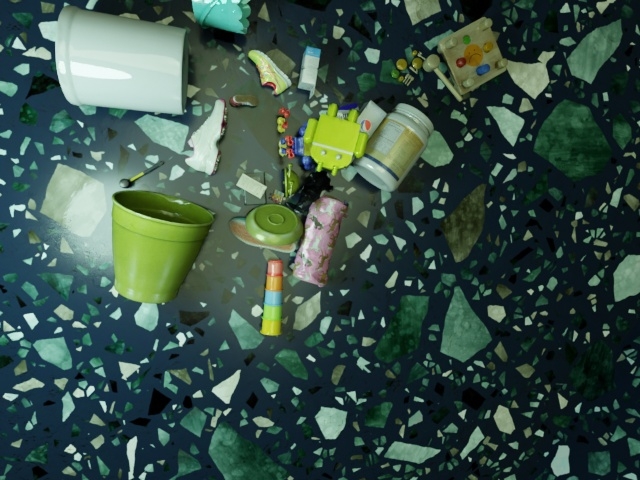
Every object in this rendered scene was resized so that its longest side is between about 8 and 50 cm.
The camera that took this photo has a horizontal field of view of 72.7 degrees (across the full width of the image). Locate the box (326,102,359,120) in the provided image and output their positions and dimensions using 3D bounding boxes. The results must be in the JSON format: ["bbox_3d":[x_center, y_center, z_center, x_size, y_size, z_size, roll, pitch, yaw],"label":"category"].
[{"bbox_3d":[0.106,-0.504,1.864,0.126,0.072,0.137,-17,99,-10],"label":"box"}]

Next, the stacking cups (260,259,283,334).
[{"bbox_3d":[-0.200,0.242,1.879,0.096,0.096,0.316,5,90,-12],"label":"stacking cups"}]

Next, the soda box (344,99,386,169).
[{"bbox_3d":[0.144,-0.430,1.792,0.091,0.098,0.286,35,92,-15],"label":"soda box"}]

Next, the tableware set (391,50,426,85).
[{"bbox_3d":[0.385,-0.767,1.920,0.104,0.024,0.154,34,90,-9],"label":"tableware set"}]

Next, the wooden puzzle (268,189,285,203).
[{"bbox_3d":[-0.182,-0.185,1.848,0.083,0.006,0.049,27,100,25],"label":"wooden puzzle"}]

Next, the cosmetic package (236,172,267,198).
[{"bbox_3d":[-0.286,-0.225,1.805,0.115,0.041,0.060,31,89,-13],"label":"cosmetic package"}]

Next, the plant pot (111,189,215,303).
[{"bbox_3d":[-0.629,0.035,1.655,0.366,0.366,0.353,16,104,-12],"label":"plant pot"}]

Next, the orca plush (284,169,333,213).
[{"bbox_3d":[-0.048,-0.227,1.775,0.287,0.151,0.102,-41,132,-34],"label":"orca plush"}]

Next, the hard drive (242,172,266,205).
[{"bbox_3d":[-0.279,-0.218,1.840,0.094,0.022,0.135,-4,96,-11],"label":"hard drive"}]

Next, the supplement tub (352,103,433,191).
[{"bbox_3d":[0.308,-0.390,1.836,0.228,0.228,0.316,37,88,-12],"label":"supplement tub"}]

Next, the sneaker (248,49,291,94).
[{"bbox_3d":[-0.221,-0.685,1.776,0.208,0.081,0.094,41,89,-13],"label":"sneaker"}]

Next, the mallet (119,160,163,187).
[{"bbox_3d":[-0.718,-0.265,1.746,0.189,0.062,0.039,-36,103,-21],"label":"mallet"}]

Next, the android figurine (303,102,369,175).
[{"bbox_3d":[0.058,-0.394,1.711,0.248,0.056,0.273,17,90,1],"label":"android figurine"}]

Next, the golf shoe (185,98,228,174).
[{"bbox_3d":[-0.454,-0.424,1.742,0.140,0.115,0.306,13,92,-9],"label":"golf shoe"}]

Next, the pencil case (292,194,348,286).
[{"bbox_3d":[0.000,0.000,1.852,0.167,0.160,0.386,18,92,6],"label":"pencil case"}]

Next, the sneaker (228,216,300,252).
[{"bbox_3d":[-0.231,-0.042,1.836,0.302,0.121,0.108,18,129,3],"label":"sneaker"}]

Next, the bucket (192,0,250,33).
[{"bbox_3d":[-0.365,-0.926,1.630,0.183,0.281,0.281,5,95,-3],"label":"bucket"}]

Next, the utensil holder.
[{"bbox_3d":[-0.686,-0.629,1.567,0.385,0.327,0.328,4,95,-14],"label":"utensil holder"}]

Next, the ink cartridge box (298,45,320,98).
[{"bbox_3d":[-0.050,-0.690,1.797,0.060,0.104,0.180,9,94,-12],"label":"ink cartridge box"}]

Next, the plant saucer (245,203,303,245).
[{"bbox_3d":[-0.185,-0.076,1.779,0.241,0.241,0.037,5,134,-12],"label":"plant saucer"}]

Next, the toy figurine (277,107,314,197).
[{"bbox_3d":[-0.048,-0.364,1.795,0.217,0.191,0.363,-6,98,-16],"label":"toy figurine"}]

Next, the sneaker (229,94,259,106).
[{"bbox_3d":[-0.318,-0.574,1.793,0.118,0.067,0.042,-5,95,-41],"label":"sneaker"}]

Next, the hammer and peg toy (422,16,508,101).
[{"bbox_3d":[0.626,-0.778,1.913,0.361,0.127,0.266,-31,103,-7],"label":"hammer and peg toy"}]
